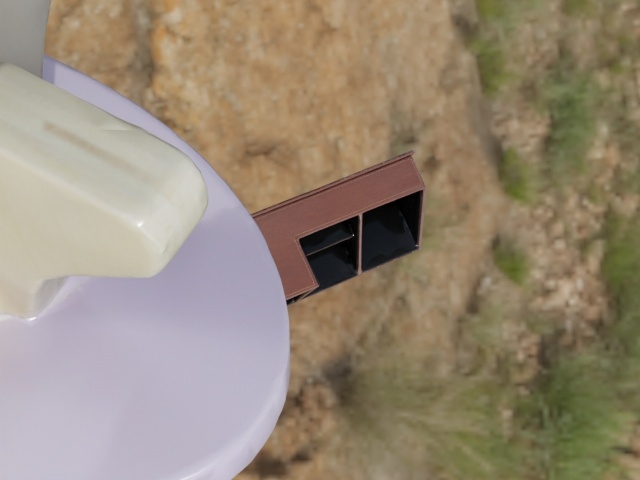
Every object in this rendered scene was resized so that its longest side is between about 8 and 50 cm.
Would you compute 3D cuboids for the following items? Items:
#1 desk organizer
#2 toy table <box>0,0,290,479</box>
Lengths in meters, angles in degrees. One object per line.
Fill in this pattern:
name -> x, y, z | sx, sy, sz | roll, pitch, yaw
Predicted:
desk organizer -> 0.000, 0.000, 0.804 | 0.130, 0.047, 0.050 | -22, 84, -21
toy table -> -0.139, -0.029, 0.490 | 0.161, 0.274, 0.252 | 87, 22, -61
